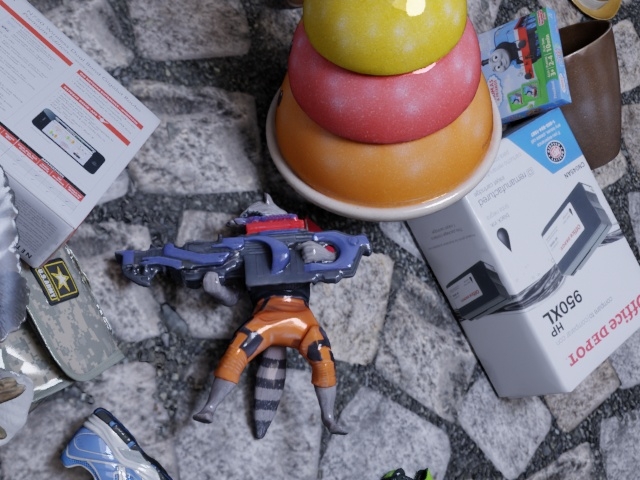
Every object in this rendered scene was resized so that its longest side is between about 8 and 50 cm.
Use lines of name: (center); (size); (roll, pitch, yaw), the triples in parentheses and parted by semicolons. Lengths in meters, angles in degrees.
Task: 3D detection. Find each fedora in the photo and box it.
fedora: (0.579, -0.551, 1.737); (0.194, 0.079, 0.194); (7, 75, -28)

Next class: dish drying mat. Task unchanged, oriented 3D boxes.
dish drying mat: (0.000, 0.000, 1.304); (0.083, 0.008, 0.032); (41, 60, -16)

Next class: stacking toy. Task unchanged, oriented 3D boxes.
stacking toy: (0.085, -0.285, 1.107); (0.351, 0.479, 0.350); (-1, 55, 2)

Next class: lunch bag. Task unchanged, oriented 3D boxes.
lunch bag: (-0.386, 0.094, 0.965); (0.287, 0.169, 0.235); (-29, 91, -38)

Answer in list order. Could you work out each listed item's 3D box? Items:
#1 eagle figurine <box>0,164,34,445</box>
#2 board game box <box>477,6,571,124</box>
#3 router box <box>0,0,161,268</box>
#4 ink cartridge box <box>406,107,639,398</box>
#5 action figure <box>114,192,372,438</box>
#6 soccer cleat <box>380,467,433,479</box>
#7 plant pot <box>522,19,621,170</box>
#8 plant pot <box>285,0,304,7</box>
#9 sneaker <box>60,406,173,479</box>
eagle figurine: (-0.379, 0.053, 0.781); (0.226, 0.225, 0.298); (4, 44, -51)
board game box: (0.307, -0.279, 1.434); (0.039, 0.212, 0.160); (4, 75, -48)
router box: (-0.380, -0.170, 0.994); (0.335, 0.082, 0.301); (42, 28, -15)
ink cartridge box: (0.349, 0.022, 1.410); (0.285, 0.166, 0.394); (-31, 95, -32)
action figure: (-0.106, 0.093, 1.167); (0.342, 0.178, 0.330); (3, 67, -2)
soccer cleat: (0.098, 0.377, 1.245); (0.179, 0.060, 0.072); (1, 68, -37)
plant pot: (0.453, -0.246, 1.534); (0.215, 0.215, 0.230); (-38, 113, -31)
plant pot: (-0.019, -0.484, 1.332); (0.167, 0.167, 0.165); (-24, 83, -32)
sneaker: (-0.235, 0.309, 1.061); (0.081, 0.080, 0.211); (-42, 98, -13)
